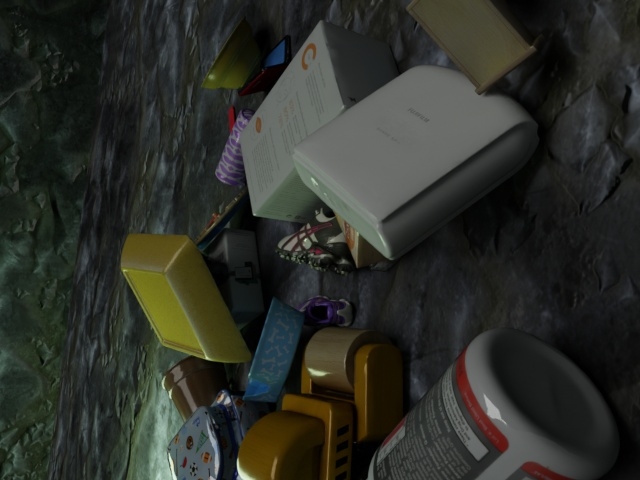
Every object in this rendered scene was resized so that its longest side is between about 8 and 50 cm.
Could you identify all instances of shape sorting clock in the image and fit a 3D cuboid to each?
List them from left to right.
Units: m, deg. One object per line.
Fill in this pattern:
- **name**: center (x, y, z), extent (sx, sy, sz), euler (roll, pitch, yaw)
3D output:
- **shape sorting clock**: center (-0.255, -0.056, 1.674), extent (0.206, 0.040, 0.206), euler (-47, 10, 11)

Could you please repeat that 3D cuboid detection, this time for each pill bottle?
- **pill bottle**: center (0.191, 0.304, 0.872), extent (0.363, 0.210, 0.210), euler (-58, 40, 32)

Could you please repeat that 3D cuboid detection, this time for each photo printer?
- **photo printer**: center (0.146, -0.138, 0.989), extent (0.256, 0.307, 0.107), euler (46, 166, 43)

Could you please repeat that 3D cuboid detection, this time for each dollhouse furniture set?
- **dollhouse furniture set**: center (0.254, -0.352, 0.966), extent (0.212, 0.161, 0.242), euler (-35, 12, 48)

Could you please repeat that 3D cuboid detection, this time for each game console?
- **game console**: center (-0.142, -0.435, 1.646), extent (0.144, 0.124, 0.085), euler (-26, 88, 52)

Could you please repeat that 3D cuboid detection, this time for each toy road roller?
- **toy road roller**: center (-0.005, 0.313, 1.136), extent (0.202, 0.240, 0.329), euler (-8, 77, 55)

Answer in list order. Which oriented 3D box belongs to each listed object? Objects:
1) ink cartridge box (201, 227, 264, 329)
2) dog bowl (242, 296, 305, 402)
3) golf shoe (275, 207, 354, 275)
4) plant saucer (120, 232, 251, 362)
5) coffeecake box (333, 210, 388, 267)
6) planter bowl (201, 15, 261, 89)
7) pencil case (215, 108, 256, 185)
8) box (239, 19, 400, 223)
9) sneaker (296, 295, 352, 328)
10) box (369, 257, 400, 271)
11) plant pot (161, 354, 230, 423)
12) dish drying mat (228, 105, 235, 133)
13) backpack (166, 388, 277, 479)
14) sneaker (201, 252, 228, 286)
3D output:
- **ink cartridge box**: center (-0.224, 0.103, 1.645), extent (0.160, 0.092, 0.219), euler (-39, 53, 47)
- **dog bowl**: center (-0.094, 0.233, 1.344), extent (0.297, 0.074, 0.166), euler (108, 178, -57)
- **golf shoe**: center (0.000, 0.000, 1.324), extent (0.273, 0.105, 0.120), euler (5, 77, 63)
- **plant saucer**: center (-0.340, 0.148, 1.555), extent (0.333, 0.081, 0.333), euler (2, 122, 51)
- **coffeecake box**: center (0.064, -0.072, 1.136), extent (0.142, 0.068, 0.185), euler (87, 166, -52)
- **planter bowl**: center (-0.216, -0.464, 1.723), extent (0.217, 0.090, 0.217), euler (-54, 11, 16)
- **pencil case**: center (-0.196, -0.235, 1.678), extent (0.206, 0.088, 0.086), euler (-59, 43, 30)
- **box**: center (-0.001, -0.216, 1.307), extent (0.345, 0.168, 0.215), euler (-44, 48, 44)
- **sneaker**: center (-0.006, 0.140, 1.329), extent (0.170, 0.071, 0.068), euler (-15, 71, 55)
- **box**: center (0.128, -0.070, 1.195), extent (0.190, 0.045, 0.184), euler (-51, 42, 40)
- **plant pot**: center (-0.289, 0.393, 1.637), extent (0.167, 0.167, 0.165), euler (-57, 48, 33)
- **dish drying mat**: center (-0.246, -0.333, 1.847), extent (0.032, 0.008, 0.083), euler (-36, 56, 49)
- **backpack**: center (-0.193, 0.484, 1.435), extent (0.276, 0.213, 0.263), euler (-55, 52, 30)
- **sneaker**: center (-0.294, 0.070, 1.601), extent (0.234, 0.078, 0.106), euler (-27, 63, 53)
